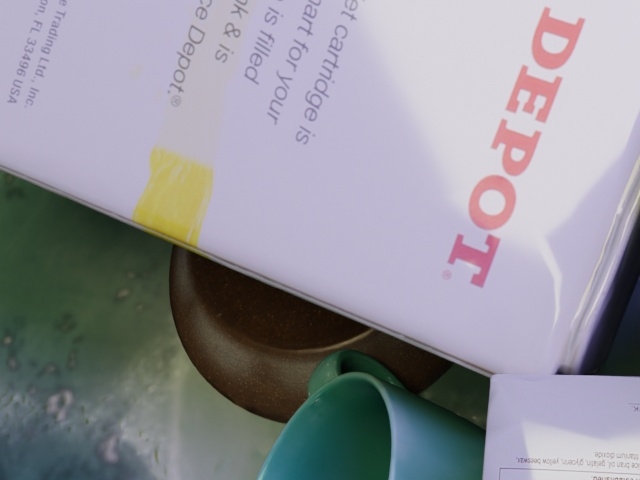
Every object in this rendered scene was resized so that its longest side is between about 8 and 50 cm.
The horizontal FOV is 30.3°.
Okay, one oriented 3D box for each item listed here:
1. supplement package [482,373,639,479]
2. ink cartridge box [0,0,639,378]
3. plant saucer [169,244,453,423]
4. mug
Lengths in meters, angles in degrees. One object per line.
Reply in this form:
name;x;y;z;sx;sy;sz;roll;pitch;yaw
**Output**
supplement package;0.144;0.172;0.420;0.149;0.194;0.203;-1;68;22
ink cartridge box;-0.007;-0.129;0.544;0.384;0.160;0.279;23;94;21
plant saucer;0.000;0.000;0.645;0.198;0.036;0.199;-8;66;17
mug;0.037;0.124;0.524;0.129;0.097;0.158;-24;43;58
